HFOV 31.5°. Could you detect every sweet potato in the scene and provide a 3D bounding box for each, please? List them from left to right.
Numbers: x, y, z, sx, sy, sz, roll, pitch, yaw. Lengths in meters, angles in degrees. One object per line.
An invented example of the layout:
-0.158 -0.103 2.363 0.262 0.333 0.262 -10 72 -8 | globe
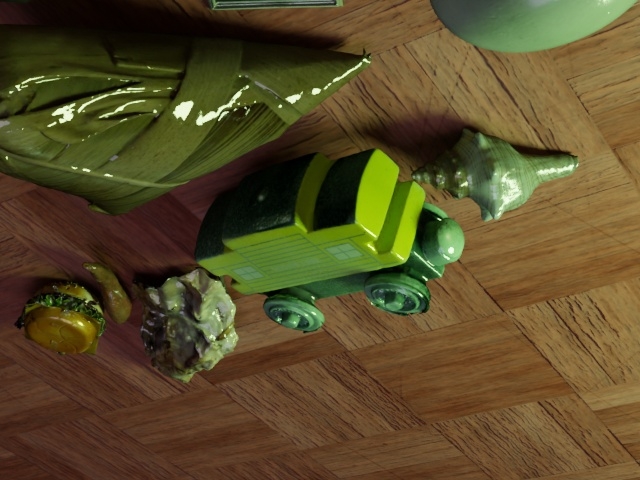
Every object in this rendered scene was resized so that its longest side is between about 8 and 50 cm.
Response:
-0.384 0.087 2.060 0.050 0.050 0.214 0 146 9 | sweet potato

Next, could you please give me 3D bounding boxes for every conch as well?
0.251 -0.084 1.662 0.234 0.114 0.137 19 114 -4 | conch

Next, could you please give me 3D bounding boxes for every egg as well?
0.251 -0.320 1.280 0.282 0.203 0.203 -15 139 34 | egg

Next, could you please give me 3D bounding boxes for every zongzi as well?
-0.229 -0.220 1.413 0.467 0.218 0.500 -25 163 18 | zongzi

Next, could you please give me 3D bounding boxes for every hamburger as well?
-0.477 0.143 2.117 0.164 0.093 0.189 21 140 -16 | hamburger

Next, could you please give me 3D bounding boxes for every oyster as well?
-0.254 0.181 2.131 0.201 0.107 0.354 7 144 5 | oyster

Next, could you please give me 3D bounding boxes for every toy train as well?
0.000 0.000 1.748 0.442 0.179 0.272 -14 138 45 | toy train

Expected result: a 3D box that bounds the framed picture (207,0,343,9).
-0.068 -0.348 1.450 0.183 0.011 0.142 0 144 8 | framed picture

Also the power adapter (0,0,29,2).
-0.455 -0.336 1.425 0.204 0.130 0.125 3 144 2 | power adapter
